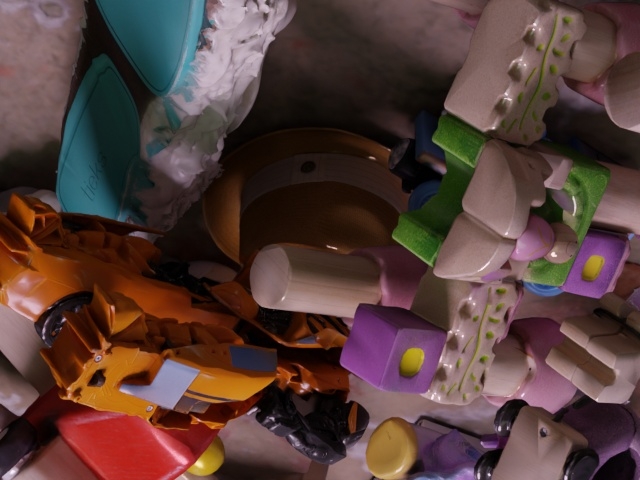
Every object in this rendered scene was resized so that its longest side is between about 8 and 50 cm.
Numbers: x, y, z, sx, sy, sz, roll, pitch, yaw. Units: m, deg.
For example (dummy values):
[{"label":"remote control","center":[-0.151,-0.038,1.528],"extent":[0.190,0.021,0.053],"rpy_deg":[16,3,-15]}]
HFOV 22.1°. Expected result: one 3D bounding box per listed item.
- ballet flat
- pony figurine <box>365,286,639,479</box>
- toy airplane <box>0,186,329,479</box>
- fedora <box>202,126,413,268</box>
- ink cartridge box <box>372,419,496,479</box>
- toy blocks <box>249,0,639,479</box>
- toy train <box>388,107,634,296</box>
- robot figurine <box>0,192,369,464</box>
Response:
[{"label":"ballet flat","center":[-0.088,-0.134,1.072],"extent":[0.147,0.147,0.409],"rpy_deg":[18,149,-8]},{"label":"pony figurine","center":[0.157,0.226,1.232],"extent":[0.363,0.303,0.351],"rpy_deg":[14,129,-42]},{"label":"toy airplane","center":[-0.162,0.129,1.330],"extent":[0.384,0.272,0.386],"rpy_deg":[33,161,34]},{"label":"fedora","center":[0.000,0.000,1.252],"extent":[0.194,0.079,0.194],"rpy_deg":[5,138,5]},{"label":"ink cartridge box","center":[0.126,0.317,1.539],"extent":[0.211,0.121,0.289],"rpy_deg":[20,137,-11]},{"label":"toy blocks","center":[0.168,-0.007,1.013],"extent":[0.260,0.309,0.288],"rpy_deg":[10,108,-41]},{"label":"toy train","center":[0.142,-0.038,1.181],"extent":[0.184,0.080,0.105],"rpy_deg":[30,117,-14]},{"label":"robot figurine","center":[-0.082,0.057,1.076],"extent":[0.291,0.211,0.085],"rpy_deg":[14,114,-50]}]
